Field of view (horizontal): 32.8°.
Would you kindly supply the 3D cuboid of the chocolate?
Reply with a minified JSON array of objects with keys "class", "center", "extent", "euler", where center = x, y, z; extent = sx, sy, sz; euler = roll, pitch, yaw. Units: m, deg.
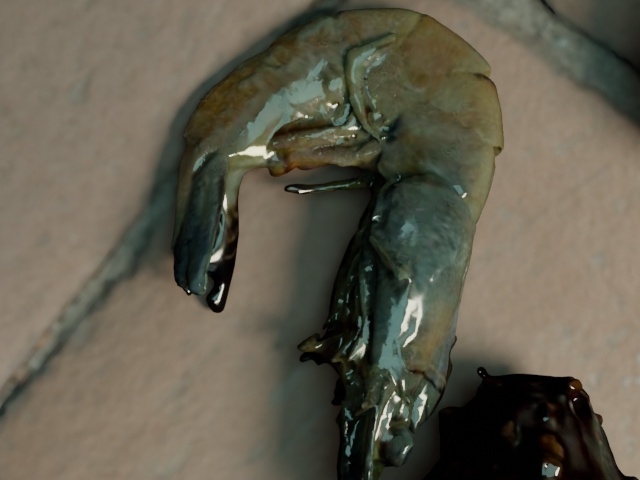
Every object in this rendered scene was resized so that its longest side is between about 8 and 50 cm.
[{"class":"chocolate","center":[0.117,0.135,0.588],"extent":[0.156,0.156,0.133],"euler":[17,55,-8]}]

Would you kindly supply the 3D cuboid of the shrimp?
[{"class":"shrimp","center":[0.001,-0.002,0.597],"extent":[0.178,0.075,0.289],"euler":[14,84,0]}]
